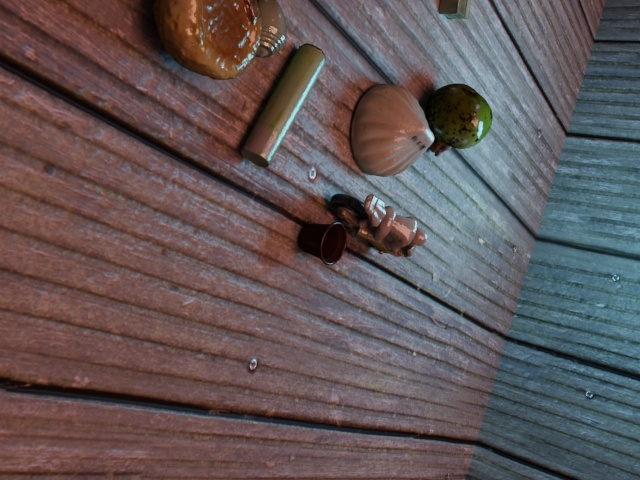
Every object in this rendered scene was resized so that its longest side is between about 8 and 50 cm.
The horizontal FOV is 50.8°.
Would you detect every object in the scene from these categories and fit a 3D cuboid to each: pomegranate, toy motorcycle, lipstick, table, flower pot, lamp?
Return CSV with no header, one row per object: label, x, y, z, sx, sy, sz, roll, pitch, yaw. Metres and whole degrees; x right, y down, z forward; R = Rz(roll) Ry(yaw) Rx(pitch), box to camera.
pomegranate,0.407,-0.358,2.075,0.214,0.214,0.248,-37,163,-42
toy motorcycle,0.171,-0.033,1.816,0.341,0.223,0.107,40,66,-49
lipstick,-0.078,-0.306,1.511,0.076,0.076,0.304,47,63,-49
table,0.409,-0.716,2.048,0.083,0.062,0.079,0,101,-53
flower pot,0.000,0.000,1.702,0.111,0.089,0.111,-22,119,-48
lamp,-0.112,-0.470,1.398,0.106,0.106,0.193,29,67,-53

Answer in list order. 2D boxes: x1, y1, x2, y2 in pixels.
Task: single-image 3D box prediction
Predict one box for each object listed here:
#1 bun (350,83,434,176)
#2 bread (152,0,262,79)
bun,0.220,-0.294,1.838,0.263,0.175,0.263,-19,115,-48
bread,-0.210,-0.422,1.246,0.244,0.134,0.244,-25,121,-51
